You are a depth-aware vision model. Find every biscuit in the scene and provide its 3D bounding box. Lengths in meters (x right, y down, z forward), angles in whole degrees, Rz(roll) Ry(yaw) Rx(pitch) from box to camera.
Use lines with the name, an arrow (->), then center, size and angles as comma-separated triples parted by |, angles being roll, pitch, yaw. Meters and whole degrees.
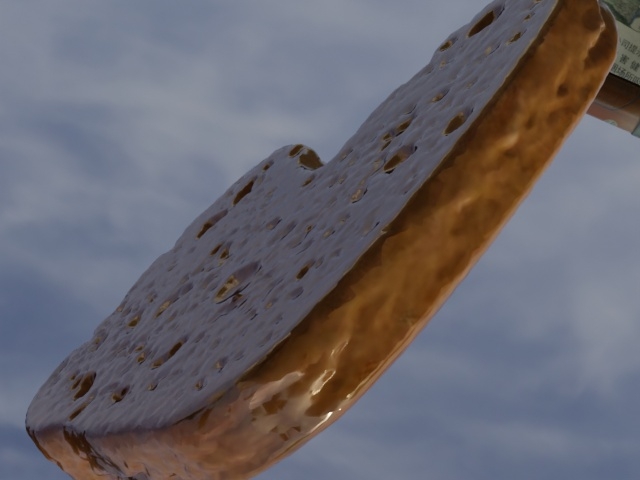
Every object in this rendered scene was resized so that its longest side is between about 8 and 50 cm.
biscuit -> 0.000, 0.000, 0.570 | 0.036, 0.192, 0.186 | 45, -113, -16

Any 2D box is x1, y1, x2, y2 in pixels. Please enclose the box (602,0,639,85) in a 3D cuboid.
box -> 0.156, -0.111, 0.892 | 0.054, 0.083, 0.024 | 34, -153, 16

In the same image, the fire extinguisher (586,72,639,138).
fire extinguisher -> 0.114, -0.068, 0.833 | 0.083, 0.022, 0.028 | 23, -166, 2
